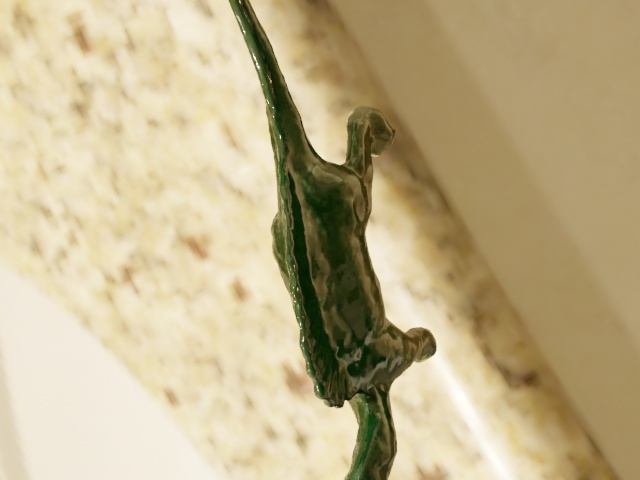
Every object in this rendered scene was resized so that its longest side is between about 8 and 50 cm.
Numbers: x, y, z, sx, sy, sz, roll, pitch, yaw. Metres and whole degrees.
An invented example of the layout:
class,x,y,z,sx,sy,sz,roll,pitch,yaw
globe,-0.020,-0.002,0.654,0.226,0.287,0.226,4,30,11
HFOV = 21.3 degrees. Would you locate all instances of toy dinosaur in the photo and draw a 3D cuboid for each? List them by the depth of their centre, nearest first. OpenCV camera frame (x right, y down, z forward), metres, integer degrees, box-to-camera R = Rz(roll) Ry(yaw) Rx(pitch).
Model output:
class,x,y,z,sx,sy,sz,roll,pitch,yaw
toy dinosaur,0.000,0.001,0.343,0.029,0.060,0.119,-8,112,12
